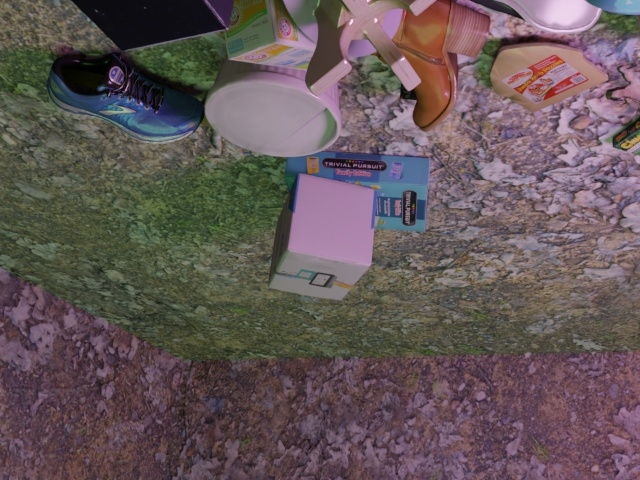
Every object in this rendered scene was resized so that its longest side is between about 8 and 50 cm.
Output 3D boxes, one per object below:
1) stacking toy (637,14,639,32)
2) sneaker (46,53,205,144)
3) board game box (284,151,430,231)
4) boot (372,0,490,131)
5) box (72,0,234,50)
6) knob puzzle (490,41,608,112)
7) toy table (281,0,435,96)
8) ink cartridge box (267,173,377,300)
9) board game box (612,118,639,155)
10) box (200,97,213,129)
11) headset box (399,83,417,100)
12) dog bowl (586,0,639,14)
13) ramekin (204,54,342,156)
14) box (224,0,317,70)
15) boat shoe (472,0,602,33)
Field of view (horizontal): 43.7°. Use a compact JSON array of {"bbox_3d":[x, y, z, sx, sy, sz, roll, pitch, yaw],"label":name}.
[{"bbox_3d":[0.668,-0.357,1.209,0.330,0.141,0.141,-18,146,35],"label":"stacking toy"},{"bbox_3d":[-0.403,-0.297,1.651,0.330,0.129,0.147,12,158,-9],"label":"sneaker"},{"bbox_3d":[0.096,-0.119,1.964,0.336,0.079,0.253,4,156,7],"label":"board game box"},{"bbox_3d":[0.151,-0.323,1.434,0.220,0.109,0.283,13,149,-7],"label":"boot"},{"bbox_3d":[-0.245,-0.471,0.985,0.179,0.312,0.343,-4,153,25],"label":"box"},{"bbox_3d":[0.403,-0.319,1.484,0.213,0.029,0.213,6,157,3],"label":"knob puzzle"},{"bbox_3d":[0.054,-0.345,1.196,0.252,0.160,0.274,-46,138,19],"label":"toy table"},{"bbox_3d":[0.000,0.000,1.918,0.197,0.198,0.270,11,157,-10],"label":"ink cartridge box"},{"bbox_3d":[0.719,-0.235,1.584,0.136,0.030,0.259,12,156,-17],"label":"board game box"},{"bbox_3d":[-0.168,-0.270,1.775,0.201,0.021,0.164,23,152,-30],"label":"box"},{"bbox_3d":[0.201,-0.304,1.574,0.083,0.032,0.062,6,156,2],"label":"headset box"},{"bbox_3d":[0.511,-0.399,1.126,0.298,0.165,0.074,4,144,8],"label":"dog bowl"},{"bbox_3d":[-0.086,-0.286,1.584,0.273,0.127,0.273,6,156,3],"label":"ramekin"},{"bbox_3d":[-0.054,-0.356,1.340,0.114,0.103,0.203,-8,179,39],"label":"box"},{"bbox_3d":[0.298,-0.408,1.248,0.303,0.091,0.114,17,111,-18],"label":"boat shoe"}]
